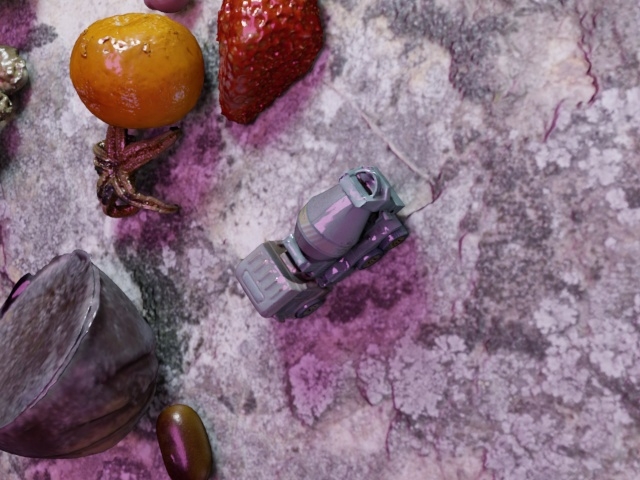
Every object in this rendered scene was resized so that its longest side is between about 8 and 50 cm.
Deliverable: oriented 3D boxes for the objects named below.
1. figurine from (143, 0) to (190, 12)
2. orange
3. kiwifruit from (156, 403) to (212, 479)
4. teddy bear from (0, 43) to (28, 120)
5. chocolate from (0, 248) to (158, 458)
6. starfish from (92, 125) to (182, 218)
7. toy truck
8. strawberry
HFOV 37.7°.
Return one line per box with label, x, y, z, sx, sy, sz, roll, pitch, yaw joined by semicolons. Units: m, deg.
figurine;-0.219;-0.368;1.372;0.083;0.071;0.067;-19;122;34
orange;-0.257;-0.237;1.328;0.193;0.193;0.161;14;119;28
kiwifruit;-0.196;0.295;1.348;0.075;0.075;0.124;-25;81;26
teddy bear;-0.610;-0.190;1.532;0.267;0.156;0.255;-5;88;27
chocolate;-0.344;0.188;1.352;0.303;0.213;0.303;-29;39;27
starfish;-0.277;-0.125;1.401;0.146;0.074;0.189;-12;82;33
toy truck;0.000;0.000;1.208;0.257;0.140;0.108;-40;72;22
strawberry;-0.089;-0.281;1.279;0.175;0.107;0.235;4;92;29
